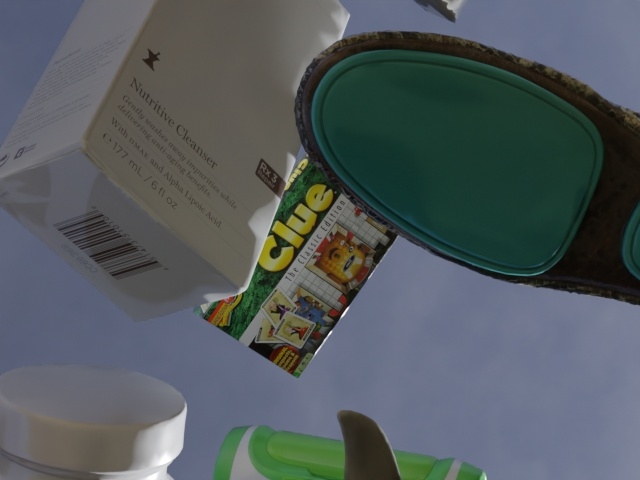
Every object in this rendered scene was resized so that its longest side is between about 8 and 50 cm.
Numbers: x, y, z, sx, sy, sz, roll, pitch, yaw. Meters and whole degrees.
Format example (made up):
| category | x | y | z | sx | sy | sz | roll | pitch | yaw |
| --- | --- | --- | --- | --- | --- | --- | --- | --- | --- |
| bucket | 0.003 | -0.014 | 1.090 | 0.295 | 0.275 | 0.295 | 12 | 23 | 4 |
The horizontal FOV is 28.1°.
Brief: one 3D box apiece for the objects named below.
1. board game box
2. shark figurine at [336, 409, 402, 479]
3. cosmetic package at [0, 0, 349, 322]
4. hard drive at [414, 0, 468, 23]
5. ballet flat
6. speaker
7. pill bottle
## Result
| category | x | y | z | sx | sy | sz | roll | pitch | yaw |
| --- | --- | --- | --- | --- | --- | --- | --- | --- | --- |
| board game box | 0.000 | 0.000 | 1.280 | 0.136 | 0.030 | 0.259 | 35 | -90 | -29 |
| shark figurine | -0.019 | 0.219 | 0.791 | 0.278 | 0.116 | 0.166 | -22 | -58 | 5 |
| cosmetic package | -0.132 | -0.141 | 1.221 | 0.217 | 0.156 | 0.385 | 44 | -132 | -32 |
| hard drive | 0.119 | -0.327 | 0.843 | 0.318 | 0.040 | 0.210 | -60 | -31 | 0 |
| ballet flat | 0.211 | -0.038 | 0.974 | 0.483 | 0.182 | 0.164 | 19 | -71 | -4 |
| speaker | 0.033 | 0.290 | 1.459 | 0.297 | 0.131 | 0.131 | 7 | -113 | 16 |
| pill bottle | -0.232 | 0.308 | 1.156 | 0.210 | 0.210 | 0.363 | 5 | -78 | -25 |
